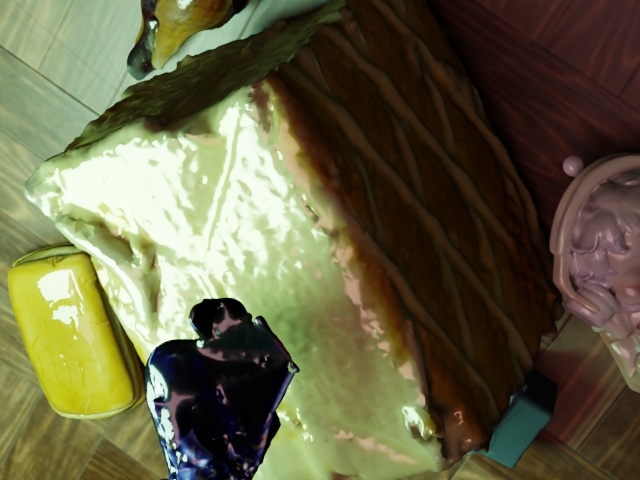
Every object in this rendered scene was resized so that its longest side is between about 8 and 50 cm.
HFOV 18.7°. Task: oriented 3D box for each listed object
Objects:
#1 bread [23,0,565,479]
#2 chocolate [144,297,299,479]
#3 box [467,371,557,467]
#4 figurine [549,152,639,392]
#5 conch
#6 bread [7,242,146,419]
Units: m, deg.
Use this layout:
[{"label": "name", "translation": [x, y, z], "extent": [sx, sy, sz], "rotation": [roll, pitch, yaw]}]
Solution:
[{"label": "bread", "translation": [0.000, 0.000, 1.725], "extent": [0.279, 0.371, 0.390], "rotation": [-23, 104, 32]}, {"label": "chocolate", "translation": [-0.084, 0.199, 1.567], "extent": [0.148, 0.126, 0.343], "rotation": [0, 122, 7]}, {"label": "box", "translation": [0.187, 0.170, 1.899], "extent": [0.054, 0.074, 0.099], "rotation": [29, 121, -7]}, {"label": "figurine", "translation": [0.290, 0.027, 1.748], "extent": [0.236, 0.163, 0.141], "rotation": [66, 161, -11]}, {"label": "conch", "translation": [-0.129, -0.232, 1.850], "extent": [0.233, 0.080, 0.086], "rotation": [-30, 90, 31]}, {"label": "bread", "translation": [-0.261, 0.102, 2.056], "extent": [0.116, 0.077, 0.200], "rotation": [-10, 108, 18]}]
